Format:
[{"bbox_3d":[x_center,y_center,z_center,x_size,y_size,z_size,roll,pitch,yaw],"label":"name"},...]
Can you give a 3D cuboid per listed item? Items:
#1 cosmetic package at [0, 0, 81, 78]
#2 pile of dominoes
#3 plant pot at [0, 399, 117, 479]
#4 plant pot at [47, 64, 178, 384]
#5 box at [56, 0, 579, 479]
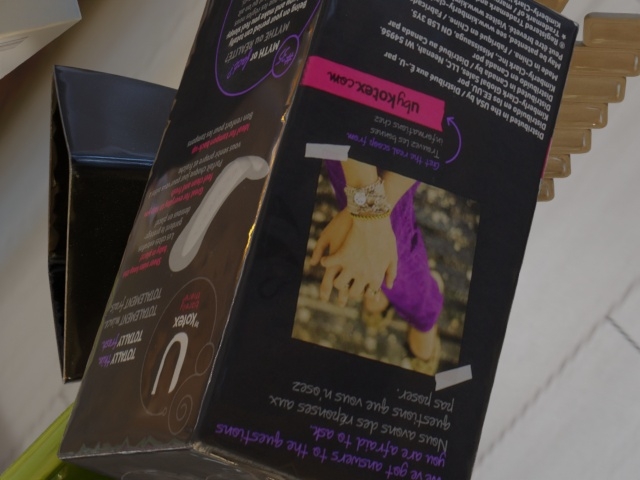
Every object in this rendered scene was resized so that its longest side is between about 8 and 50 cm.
[{"bbox_3d":[-0.291,-0.250,1.177,0.377,0.097,0.284,-8,99,67],"label":"cosmetic package"},{"bbox_3d":[0.127,-0.124,1.260,0.251,0.196,0.040,117,165,-51],"label":"pile of dominoes"},{"bbox_3d":[-0.076,0.197,0.990,0.228,0.207,0.227,44,78,3],"label":"plant pot"},{"bbox_3d":[-0.121,-0.016,1.276,0.188,0.167,0.187,-116,29,-59],"label":"plant pot"},{"bbox_3d":[0.000,0.000,0.814,0.165,0.143,0.270,-16,53,60],"label":"box"}]
